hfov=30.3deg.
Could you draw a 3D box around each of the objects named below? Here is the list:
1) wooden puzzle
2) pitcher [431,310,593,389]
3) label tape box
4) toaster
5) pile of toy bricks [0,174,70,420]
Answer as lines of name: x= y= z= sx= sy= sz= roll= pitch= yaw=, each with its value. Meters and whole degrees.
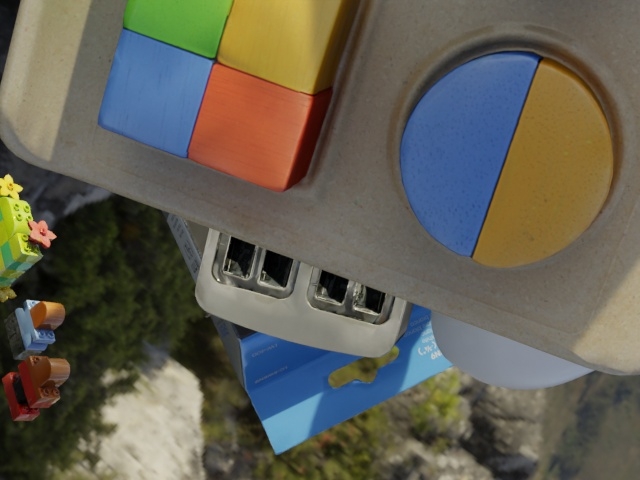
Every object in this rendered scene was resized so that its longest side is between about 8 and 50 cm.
wooden puzzle: x=0.046 y=-0.130 z=0.517 sx=0.080 sy=0.347 sz=0.322 roll=-58 pitch=166 yaw=-75
pitcher: x=0.215 y=0.072 z=1.001 sx=0.178 sy=0.207 sz=0.125 roll=37 pitch=58 yaw=-41
label tape box: x=0.000 y=0.000 z=1.116 sx=0.240 sy=0.334 sz=0.106 roll=-25 pitch=176 yaw=-15
toaster: x=-0.002 y=0.001 z=0.929 sx=0.110 sy=0.168 sz=0.186 roll=-24 pitch=129 yaw=-80
pile of toy bricks: x=-0.213 y=0.012 z=0.760 sx=0.105 sy=0.212 sz=0.118 roll=-37 pitch=153 yaw=30
